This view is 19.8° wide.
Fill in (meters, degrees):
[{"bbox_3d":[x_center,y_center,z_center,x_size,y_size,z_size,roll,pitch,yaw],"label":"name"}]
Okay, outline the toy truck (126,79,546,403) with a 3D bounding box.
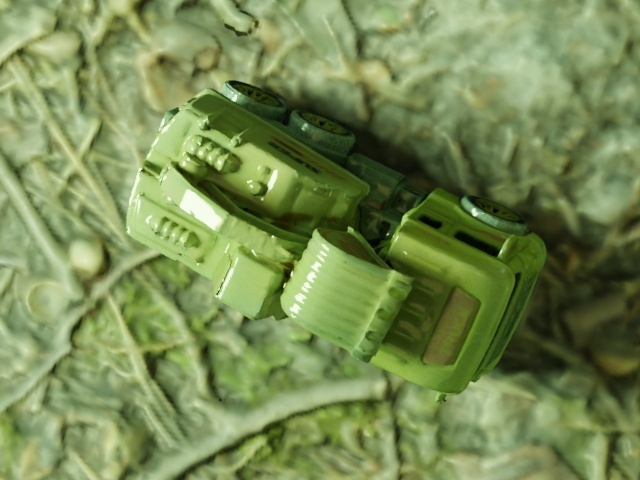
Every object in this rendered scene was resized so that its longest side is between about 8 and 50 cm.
[{"bbox_3d":[0.000,0.000,0.829,0.191,0.116,0.085,27,107,9],"label":"toy truck"}]
